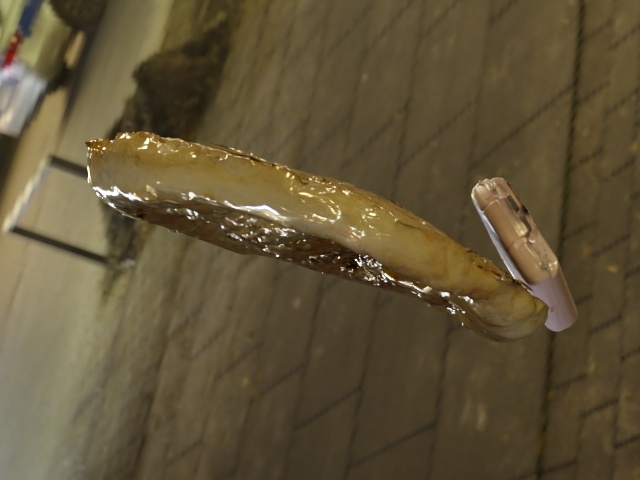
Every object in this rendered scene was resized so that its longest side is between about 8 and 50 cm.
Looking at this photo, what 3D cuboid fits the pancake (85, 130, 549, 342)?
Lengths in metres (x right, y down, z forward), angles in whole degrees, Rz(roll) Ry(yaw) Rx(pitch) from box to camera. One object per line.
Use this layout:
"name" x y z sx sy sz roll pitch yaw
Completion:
"pancake" 0.000 -0.002 0.953 0.356 0.356 0.065 -4 67 71

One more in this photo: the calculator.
"calculator" 0.166 0.013 1.073 0.032 0.175 0.100 -31 62 4
